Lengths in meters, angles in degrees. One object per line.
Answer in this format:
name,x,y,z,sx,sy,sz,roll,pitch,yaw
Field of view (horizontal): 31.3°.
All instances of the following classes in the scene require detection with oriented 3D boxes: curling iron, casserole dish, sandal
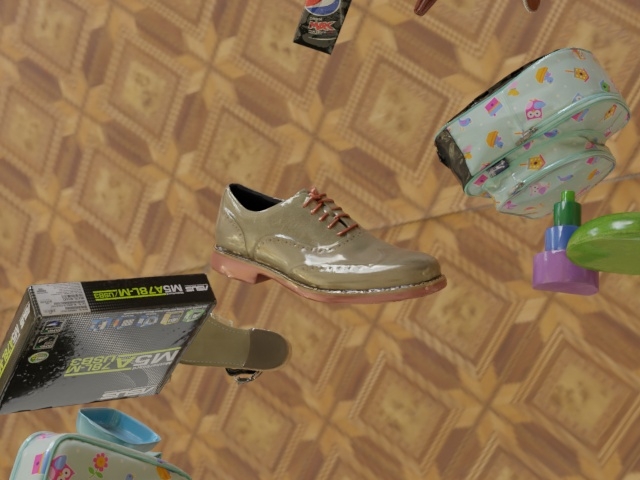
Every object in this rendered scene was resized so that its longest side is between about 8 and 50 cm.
curling iron,-0.235,0.197,2.136,0.274,0.068,0.035,23,159,-2
casserole dish,-0.331,0.313,1.855,0.114,0.188,0.037,28,89,14
sandal,-0.151,0.155,1.720,0.240,0.079,0.088,11,80,17

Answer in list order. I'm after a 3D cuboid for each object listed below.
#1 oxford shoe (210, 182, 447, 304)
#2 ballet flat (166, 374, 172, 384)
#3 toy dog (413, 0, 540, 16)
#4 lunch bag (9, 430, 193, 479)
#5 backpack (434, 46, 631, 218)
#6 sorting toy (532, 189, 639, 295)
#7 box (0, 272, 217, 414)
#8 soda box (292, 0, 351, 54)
oxford shoe,0.000,0.000,1.463,0.348,0.123,0.130,9,106,30
ballet flat,-0.245,0.188,1.630,0.057,0.052,0.168,46,167,5
toy dog,0.223,-0.368,1.493,0.220,0.334,0.161,58,133,37
lunch bag,-0.307,0.387,1.591,0.108,0.279,0.224,-11,59,41
backpack,0.243,-0.115,1.244,0.188,0.166,0.144,-44,64,22
sorting toy,0.296,-0.047,1.017,0.365,0.127,0.126,142,134,-67
box,-0.222,0.104,1.146,0.184,0.191,0.045,-56,49,41
soda box,0.015,-0.309,1.393,0.053,0.060,0.169,18,140,-5
